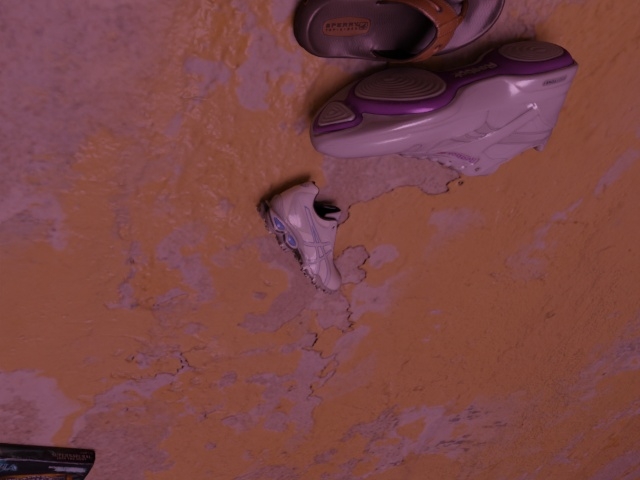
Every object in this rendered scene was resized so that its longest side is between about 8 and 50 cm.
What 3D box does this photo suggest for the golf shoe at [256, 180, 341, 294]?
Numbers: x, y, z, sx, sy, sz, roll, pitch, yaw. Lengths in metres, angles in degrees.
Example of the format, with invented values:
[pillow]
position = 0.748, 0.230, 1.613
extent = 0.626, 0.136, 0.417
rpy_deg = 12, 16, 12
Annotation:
[golf shoe]
position = 0.000, 0.000, 0.715
extent = 0.086, 0.069, 0.176
rpy_deg = -35, 135, 1

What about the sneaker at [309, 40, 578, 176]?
[sneaker]
position = 0.139, -0.118, 0.633
extent = 0.305, 0.114, 0.152
rpy_deg = -14, 132, -11

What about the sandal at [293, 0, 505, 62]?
[sandal]
position = 0.085, -0.214, 0.564
extent = 0.219, 0.060, 0.090
rpy_deg = -9, 132, -16

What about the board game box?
[board game box]
position = -0.449, 0.350, 0.854
extent = 0.186, 0.026, 0.126
rpy_deg = 20, 119, -35
